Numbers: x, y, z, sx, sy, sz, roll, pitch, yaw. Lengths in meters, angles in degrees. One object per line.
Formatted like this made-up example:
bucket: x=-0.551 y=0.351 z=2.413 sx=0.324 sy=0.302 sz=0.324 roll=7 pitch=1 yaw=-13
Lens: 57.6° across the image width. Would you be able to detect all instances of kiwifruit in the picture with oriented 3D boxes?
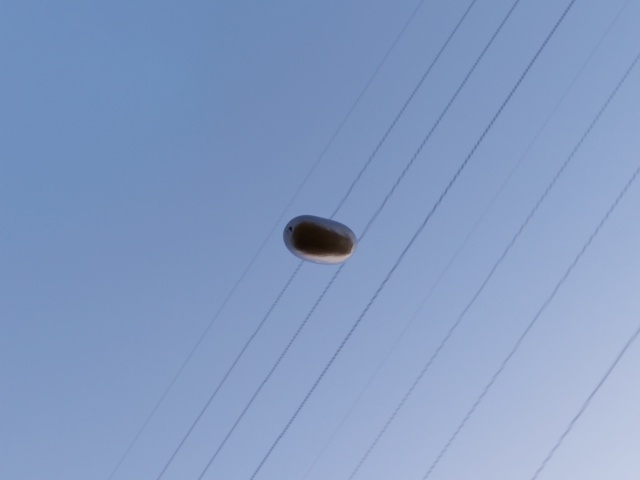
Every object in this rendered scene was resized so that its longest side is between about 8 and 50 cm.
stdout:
kiwifruit: x=0.000 y=0.000 z=0.868 sx=0.124 sy=0.075 sz=0.075 roll=17 pitch=-80 yaw=-40
